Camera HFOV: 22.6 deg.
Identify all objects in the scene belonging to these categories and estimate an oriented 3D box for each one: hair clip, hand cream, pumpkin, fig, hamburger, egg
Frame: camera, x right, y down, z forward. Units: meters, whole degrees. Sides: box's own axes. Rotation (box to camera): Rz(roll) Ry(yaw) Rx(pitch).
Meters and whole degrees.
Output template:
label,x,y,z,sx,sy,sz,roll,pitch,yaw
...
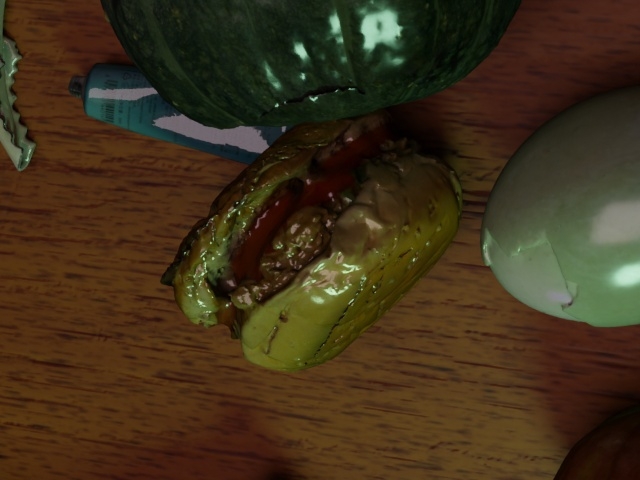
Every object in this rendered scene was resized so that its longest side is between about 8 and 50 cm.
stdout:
label,x,y,z,sx,sy,sz,roll,pitch,yaw
hair clip,-0.302,-0.174,1.468,0.072,0.034,0.226,7,112,20
hand cream,-0.116,-0.117,1.425,0.224,0.048,0.083,13,113,8
pumpkin,-0.005,-0.221,1.214,0.327,0.291,0.257,1,117,28
fig,0.281,0.222,1.336,0.205,0.205,0.205,6,110,17
hamburger,0.000,0.000,1.315,0.163,0.244,0.244,47,116,3
egg,0.227,-0.023,1.260,0.217,0.183,0.183,-18,102,31
